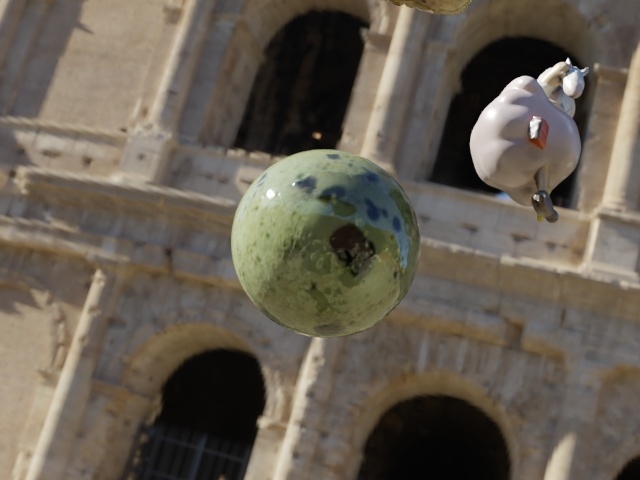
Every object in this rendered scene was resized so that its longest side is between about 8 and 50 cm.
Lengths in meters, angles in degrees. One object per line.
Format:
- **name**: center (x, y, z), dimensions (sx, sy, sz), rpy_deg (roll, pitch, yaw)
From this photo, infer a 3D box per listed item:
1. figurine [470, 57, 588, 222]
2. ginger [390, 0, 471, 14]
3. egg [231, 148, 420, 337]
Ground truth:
- **figurine**: center (0.216, -0.111, 1.132), dimensions (0.112, 0.229, 0.137), rpy_deg (11, -54, 19)
- **ginger**: center (0.068, -0.277, 0.762), dimensions (0.276, 0.221, 0.130), rpy_deg (20, 20, 13)
- **egg**: center (0.000, 0.000, 1.057), dimensions (0.177, 0.177, 0.228), rpy_deg (21, 2, -17)
